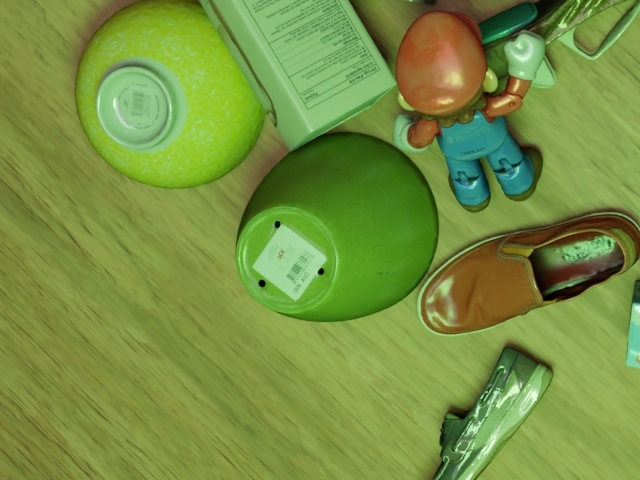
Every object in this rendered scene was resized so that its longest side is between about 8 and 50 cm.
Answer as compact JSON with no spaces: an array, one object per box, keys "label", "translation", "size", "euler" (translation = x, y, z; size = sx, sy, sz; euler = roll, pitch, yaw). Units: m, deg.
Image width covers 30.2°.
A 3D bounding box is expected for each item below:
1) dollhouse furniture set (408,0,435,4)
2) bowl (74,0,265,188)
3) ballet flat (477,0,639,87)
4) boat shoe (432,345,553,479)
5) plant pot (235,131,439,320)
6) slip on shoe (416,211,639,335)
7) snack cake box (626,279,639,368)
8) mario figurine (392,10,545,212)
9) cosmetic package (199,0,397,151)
[{"label":"dollhouse furniture set","translation":[0.145,-0.420,1.563],"size":[0.242,0.161,0.212],"euler":[11,102,14]},{"label":"bowl","translation":[-0.237,-0.201,1.700],"size":[0.289,0.156,0.289],"euler":[4,105,13]},{"label":"ballet flat","translation":[0.315,-0.282,1.579],"size":[0.342,0.116,0.124],"euler":[-32,108,14]},{"label":"boat shoe","translation":[0.217,0.275,1.697],"size":[0.092,0.103,0.285],"euler":[39,104,12]},{"label":"plant pot","translation":[0.000,0.000,1.607],"size":[0.275,0.293,0.274],"euler":[3,100,15]},{"label":"slip on shoe","translation":[0.281,0.049,1.637],"size":[0.331,0.101,0.123],"euler":[-20,95,19]},{"label":"snack cake box","translation":[0.538,0.122,1.547],"size":[0.264,0.152,0.089],"euler":[6,101,15]},{"label":"mario figurine","translation":[0.193,-0.188,1.550],"size":[0.198,0.320,0.170],"euler":[-40,49,-7]},{"label":"cosmetic package","translation":[-0.044,-0.292,1.631],"size":[0.153,0.129,0.296],"euler":[-29,89,-18]}]
